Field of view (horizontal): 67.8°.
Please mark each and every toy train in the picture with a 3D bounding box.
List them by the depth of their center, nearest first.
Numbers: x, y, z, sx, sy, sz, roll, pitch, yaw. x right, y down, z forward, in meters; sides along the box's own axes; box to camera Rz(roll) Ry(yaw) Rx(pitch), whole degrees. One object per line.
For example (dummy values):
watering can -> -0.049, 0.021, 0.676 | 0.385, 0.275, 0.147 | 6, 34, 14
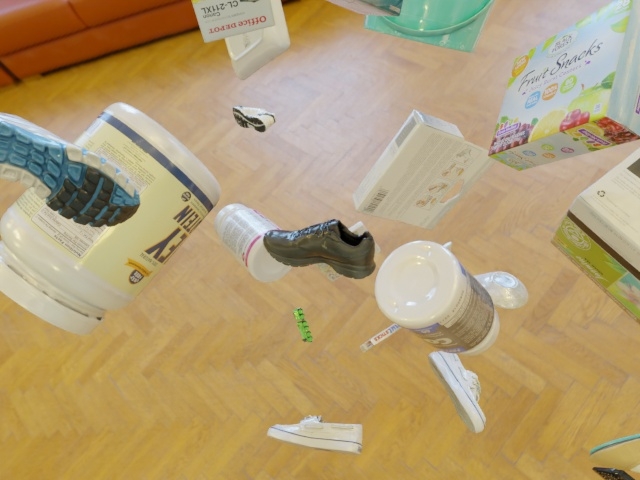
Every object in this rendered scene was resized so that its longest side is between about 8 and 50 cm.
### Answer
toy train -> -0.039, 0.187, 1.046 | 0.024, 0.017, 0.083 | -18, 99, 6

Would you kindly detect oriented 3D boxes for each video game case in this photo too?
video game case -> 0.092, 0.047, 1.747 | 0.227, 0.206, 0.026 | -32, 52, 7

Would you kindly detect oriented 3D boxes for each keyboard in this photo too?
keyboard -> 0.717, 0.580, 1.080 | 0.192, 0.100, 0.038 | 37, 56, -11

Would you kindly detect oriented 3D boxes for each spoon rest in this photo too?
spoon rest -> 0.457, 0.107, 1.357 | 0.137, 0.084, 0.276 | -25, 47, -34

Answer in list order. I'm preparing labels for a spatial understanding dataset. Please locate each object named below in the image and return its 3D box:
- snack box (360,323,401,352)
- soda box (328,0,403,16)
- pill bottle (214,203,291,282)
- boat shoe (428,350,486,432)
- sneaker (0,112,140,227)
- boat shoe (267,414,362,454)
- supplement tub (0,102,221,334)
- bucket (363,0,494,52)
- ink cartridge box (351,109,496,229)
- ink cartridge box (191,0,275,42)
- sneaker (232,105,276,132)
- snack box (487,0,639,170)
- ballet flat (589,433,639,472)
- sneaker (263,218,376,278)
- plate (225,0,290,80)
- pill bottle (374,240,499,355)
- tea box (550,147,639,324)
snack box -> 0.186, 0.241, 1.270 | 0.178, 0.064, 0.022 | -24, 72, -33
soda box -> 0.007, -0.275, 0.468 | 0.063, 0.183, 0.058 | 28, 114, 42
pill bottle -> -0.208, -0.003, 1.456 | 0.160, 0.160, 0.283 | -45, 43, -9
boat shoe -> 0.318, 0.318, 1.061 | 0.076, 0.083, 0.226 | -20, 33, -3
sneaker -> -0.263, -0.079, 0.452 | 0.071, 0.191, 0.083 | -55, 32, 10
boat shoe -> -0.015, 0.527, 1.317 | 0.267, 0.096, 0.088 | -1, 58, 20
supplement tub -> -0.350, -0.034, 0.787 | 0.235, 0.235, 0.325 | 31, 77, 31
bucket -> 0.221, -0.498, 0.959 | 0.281, 0.183, 0.281 | 10, 25, -5
ink cartridge box -> 0.266, -0.166, 1.233 | 0.296, 0.261, 0.066 | -54, 36, 38
ink cartridge box -> -0.154, -0.427, 0.764 | 0.127, 0.175, 0.072 | -17, 45, -5
sneaker -> -0.132, -0.246, 0.950 | 0.109, 0.040, 0.044 | 30, 54, 31
snack box -> 0.341, -0.204, 0.654 | 0.070, 0.207, 0.174 | 21, 81, -18
ballet flat -> 0.529, 0.309, 0.710 | 0.232, 0.080, 0.073 | -29, 50, 13
sneaker -> 0.000, 0.000, 1.166 | 0.286, 0.130, 0.109 | 9, 39, 6
plate -> -0.195, -0.587, 1.228 | 0.045, 0.278, 0.277 | -19, 9, -34
pill bottle -> 0.115, 0.061, 0.444 | 0.078, 0.137, 0.078 | -19, 56, 29
tea box -> 0.814, -0.001, 1.202 | 0.220, 0.323, 0.329 | -38, 64, -2
